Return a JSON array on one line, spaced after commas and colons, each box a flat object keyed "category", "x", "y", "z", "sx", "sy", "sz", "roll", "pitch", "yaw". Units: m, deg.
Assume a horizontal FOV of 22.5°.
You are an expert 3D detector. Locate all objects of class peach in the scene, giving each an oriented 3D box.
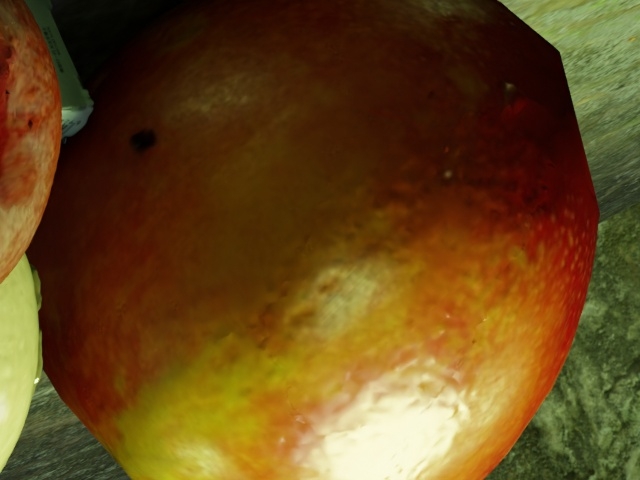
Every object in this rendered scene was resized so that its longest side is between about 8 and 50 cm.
[{"category": "peach", "x": 0.000, "y": 0.000, "z": 1.026, "sx": 0.388, "sy": 0.388, "sz": 0.388, "roll": -24, "pitch": 169, "yaw": -5}]

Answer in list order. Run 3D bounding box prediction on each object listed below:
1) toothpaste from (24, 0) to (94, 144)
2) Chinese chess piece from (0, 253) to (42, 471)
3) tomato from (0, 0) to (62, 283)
[{"category": "toothpaste", "x": -0.265, "y": -0.031, "z": 0.998, "sx": 0.067, "sy": 0.081, "sz": 0.336, "roll": -12, "pitch": 163, "yaw": -48}, {"category": "Chinese chess piece", "x": -0.283, "y": 0.052, "z": 0.852, "sx": 0.270, "sy": 0.270, "sz": 0.112, "roll": -26, "pitch": 179, "yaw": 7}, {"category": "tomato", "x": -0.212, "y": -0.051, "z": 0.685, "sx": 0.208, "sy": 0.208, "sz": 0.184, "roll": -22, "pitch": -172, "yaw": -16}]
